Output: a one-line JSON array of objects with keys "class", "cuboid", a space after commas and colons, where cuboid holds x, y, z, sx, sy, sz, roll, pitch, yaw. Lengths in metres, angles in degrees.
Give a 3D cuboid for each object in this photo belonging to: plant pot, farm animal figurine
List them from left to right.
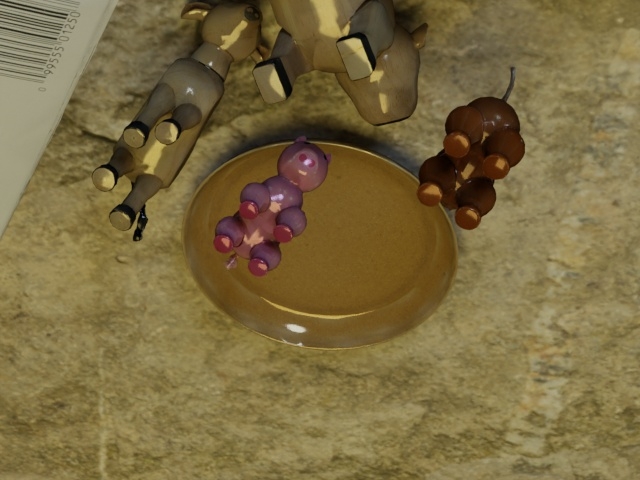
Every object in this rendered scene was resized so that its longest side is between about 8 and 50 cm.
[{"class": "farm animal figurine", "cuboid": [-0.006, -0.144, 1.226, 0.330, 0.172, 0.326, 4, 120, 15]}, {"class": "plant pot", "cuboid": [0.000, 0.000, 1.428, 0.236, 0.032, 0.236, 4, 132, 4]}]

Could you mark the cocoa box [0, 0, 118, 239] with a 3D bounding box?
[{"class": "cocoa box", "cuboid": [-0.313, -0.153, 1.177, 0.231, 0.228, 0.347, 10, 134, -26]}]
